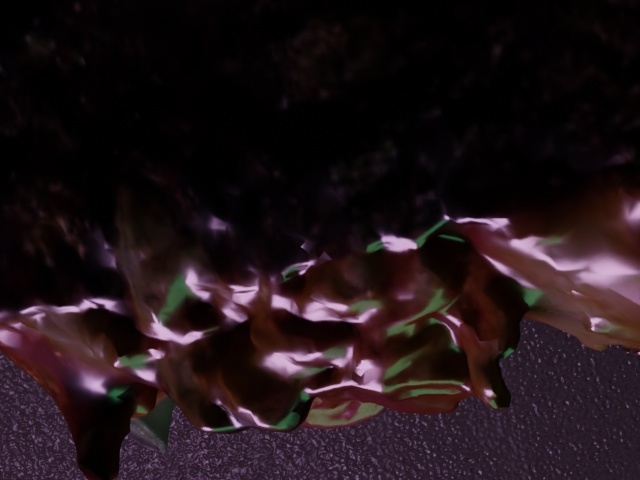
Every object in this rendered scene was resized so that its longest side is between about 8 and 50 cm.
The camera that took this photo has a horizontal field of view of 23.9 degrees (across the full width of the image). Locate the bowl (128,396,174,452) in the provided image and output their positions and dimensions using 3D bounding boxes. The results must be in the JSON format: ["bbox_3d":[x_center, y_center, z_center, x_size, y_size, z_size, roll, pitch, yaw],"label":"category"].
[{"bbox_3d":[-0.217,0.010,1.184,0.157,0.337,0.337,-55,-166,-13],"label":"bowl"}]

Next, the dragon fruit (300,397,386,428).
[{"bbox_3d":[-0.003,-0.001,1.321,0.329,0.329,0.329,-14,-178,1],"label":"dragon fruit"}]

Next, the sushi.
[{"bbox_3d":[0.037,-0.043,0.497,0.343,0.182,0.196,-10,-169,27],"label":"sushi"}]
